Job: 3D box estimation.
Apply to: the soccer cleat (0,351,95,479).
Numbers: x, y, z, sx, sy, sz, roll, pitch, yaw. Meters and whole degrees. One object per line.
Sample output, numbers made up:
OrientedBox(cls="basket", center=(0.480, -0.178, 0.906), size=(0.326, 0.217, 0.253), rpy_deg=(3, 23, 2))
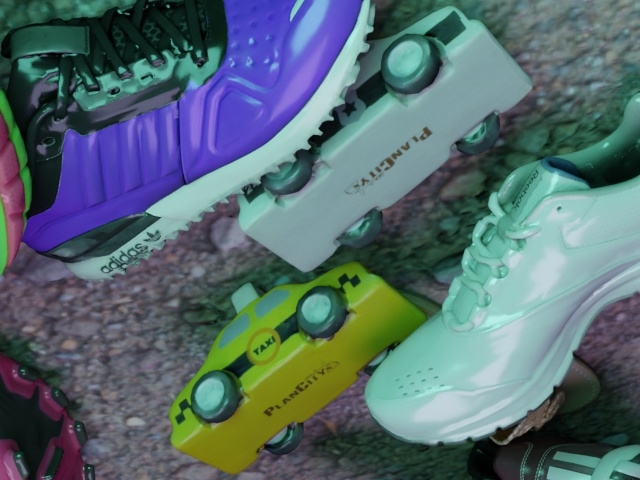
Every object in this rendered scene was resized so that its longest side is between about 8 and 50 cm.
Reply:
OrientedBox(cls="soccer cleat", center=(-0.277, 0.123, 1.032), size=(0.143, 0.116, 0.331), rpy_deg=(-4, 138, 19))

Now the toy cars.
OrientedBox(cls="toy cars", center=(0.000, 0.000, 0.944), size=(0.176, 0.087, 0.394), rpy_deg=(-8, 138, -29))

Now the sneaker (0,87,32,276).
OrientedBox(cls="sneaker", center=(-0.290, -0.144, 0.664), size=(0.202, 0.185, 0.483), rpy_deg=(4, 127, 17))

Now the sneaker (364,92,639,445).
OrientedBox(cls="sneaker", center=(0.139, 0.014, 0.944), size=(0.297, 0.111, 0.129), rpy_deg=(-41, 127, 3))

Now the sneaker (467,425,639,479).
OrientedBox(cls="sneaker", center=(0.211, 0.205, 1.208), size=(0.162, 0.106, 0.281), rpy_deg=(12, 164, 24))

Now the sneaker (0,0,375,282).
OrientedBox(cls="sneaker", center=(-0.103, -0.087, 0.820), size=(0.146, 0.102, 0.293), rpy_deg=(31, 125, -34))

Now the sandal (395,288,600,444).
OrientedBox(cls="sandal", center=(0.124, 0.118, 1.093), size=(0.240, 0.079, 0.088), rpy_deg=(25, 128, -31))

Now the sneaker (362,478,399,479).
OrientedBox(cls="sneaker", center=(0.107, 0.312, 1.209), size=(0.319, 0.127, 0.208), rpy_deg=(25, 150, -9))
